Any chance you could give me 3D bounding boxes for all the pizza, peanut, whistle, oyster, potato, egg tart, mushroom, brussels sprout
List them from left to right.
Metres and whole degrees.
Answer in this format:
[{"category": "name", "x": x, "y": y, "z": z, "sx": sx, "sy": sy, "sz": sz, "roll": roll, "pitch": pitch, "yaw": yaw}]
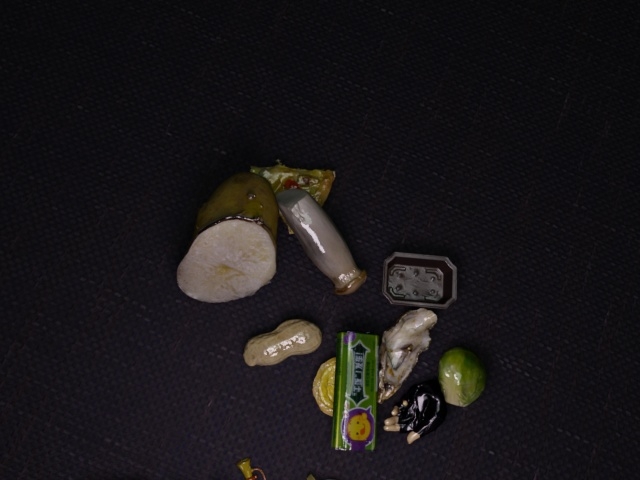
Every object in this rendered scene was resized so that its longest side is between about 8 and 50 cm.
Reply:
[{"category": "potato", "x": -0.274, "y": -0.026, "z": 1.747, "sx": 0.289, "sy": 0.397, "sz": 0.296, "roll": 18, "pitch": 38, "yaw": -19}, {"category": "whistle", "x": -0.209, "y": 0.719, "z": 1.658, "sx": 0.046, "sy": 0.057, "sz": 0.109, "roll": -28, "pitch": 88, "yaw": 34}, {"category": "peanut", "x": -0.121, "y": 0.322, "z": 1.722, "sx": 0.256, "sy": 0.123, "sz": 0.124, "roll": -16, "pitch": 78, "yaw": -4}, {"category": "pizza", "x": -0.122, "y": -0.176, "z": 1.862, "sx": 0.287, "sy": 0.075, "sz": 0.280, "roll": 25, "pitch": 75, "yaw": 0}, {"category": "mushroom", "x": 0.002, "y": -0.004, "z": 1.752, "sx": 0.137, "sy": 0.154, "sz": 0.407, "roll": -41, "pitch": 96, "yaw": -24}, {"category": "egg tart", "x": 0.065, "y": 0.461, "z": 1.718, "sx": 0.191, "sy": 0.074, "sz": 0.192, "roll": 1, "pitch": 75, "yaw": -5}, {"category": "oyster", "x": 0.253, "y": 0.362, "z": 1.742, "sx": 0.166, "sy": 0.110, "sz": 0.342, "roll": 25, "pitch": 71, "yaw": -11}, {"category": "brussels sprout", "x": 0.448, "y": 0.430, "z": 1.721, "sx": 0.143, "sy": 0.161, "sz": 0.181, "roll": 4, "pitch": 90, "yaw": 34}]

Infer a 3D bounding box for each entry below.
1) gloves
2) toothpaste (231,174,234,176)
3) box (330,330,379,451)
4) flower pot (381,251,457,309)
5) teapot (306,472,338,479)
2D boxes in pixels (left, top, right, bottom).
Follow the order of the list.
[{"category": "gloves", "x": 0.290, "y": 0.539, "z": 1.698, "sx": 0.203, "sy": 0.124, "sz": 0.165, "roll": -24, "pitch": 59, "yaw": 10}, {"category": "toothpaste", "x": -0.269, "y": -0.122, "z": 1.859, "sx": 0.061, "sy": 0.037, "sz": 0.216, "roll": -16, "pitch": 82, "yaw": -5}, {"category": "box", "x": 0.106, "y": 0.449, "z": 1.642, "sx": 0.134, "sy": 0.097, "sz": 0.346, "roll": 7, "pitch": 73, "yaw": -14}, {"category": "flower pot", "x": 0.324, "y": 0.139, "z": 1.816, "sx": 0.250, "sy": 0.084, "sz": 0.179, "roll": 5, "pitch": 76, "yaw": -2}, {"category": "teapot", "x": 0.018, "y": 0.767, "z": 1.615, "sx": 0.130, "sy": 0.119, "sz": 0.166, "roll": -40, "pitch": 81, "yaw": -13}]
